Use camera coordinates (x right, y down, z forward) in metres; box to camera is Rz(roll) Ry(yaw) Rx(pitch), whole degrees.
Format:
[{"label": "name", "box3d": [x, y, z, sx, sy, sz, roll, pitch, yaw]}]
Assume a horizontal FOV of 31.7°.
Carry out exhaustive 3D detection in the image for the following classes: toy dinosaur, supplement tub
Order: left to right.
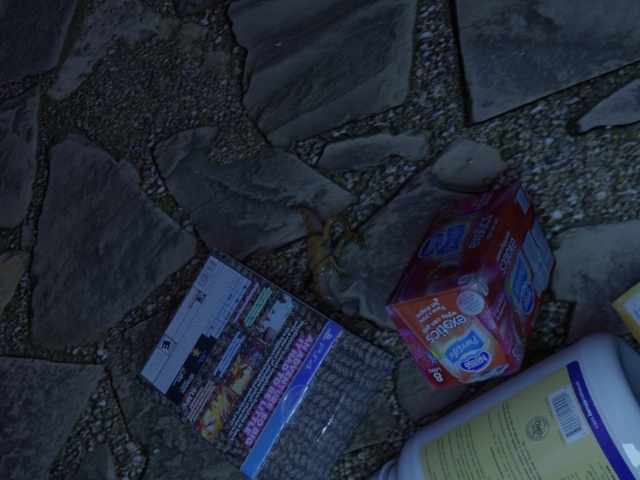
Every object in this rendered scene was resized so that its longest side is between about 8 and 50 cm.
[{"label": "toy dinosaur", "box3d": [0.000, 0.000, 1.664, 0.112, 0.064, 0.212, -29, 54, 24]}, {"label": "supplement tub", "box3d": [0.234, 0.274, 1.236, 0.331, 0.241, 0.241, -34, 52, 20]}]

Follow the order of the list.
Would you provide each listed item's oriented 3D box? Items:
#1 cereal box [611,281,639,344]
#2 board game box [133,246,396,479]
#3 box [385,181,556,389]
[{"label": "cereal box", "box3d": [0.478, 0.068, 1.281, 0.240, 0.047, 0.173, -39, 52, 14]}, {"label": "board game box", "box3d": [-0.083, 0.183, 1.585, 0.291, 0.141, 0.232, 30, 88, 42]}, {"label": "box", "box3d": [0.190, 0.051, 1.370, 0.122, 0.128, 0.257, -18, 21, 30]}]
